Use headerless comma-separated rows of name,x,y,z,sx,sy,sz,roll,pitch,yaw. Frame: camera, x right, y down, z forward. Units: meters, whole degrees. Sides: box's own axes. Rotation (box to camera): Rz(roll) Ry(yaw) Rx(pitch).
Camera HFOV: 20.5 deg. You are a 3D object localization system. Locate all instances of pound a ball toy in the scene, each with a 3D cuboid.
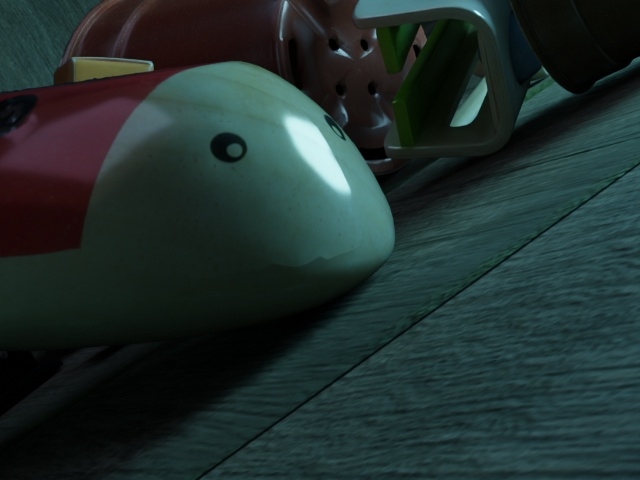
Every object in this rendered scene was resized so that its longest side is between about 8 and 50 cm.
pound a ball toy,0.146,-0.166,1.456,0.136,0.208,0.319,-3,30,21

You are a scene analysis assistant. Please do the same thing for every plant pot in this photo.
plant pot,0.241,-0.214,1.316,0.165,0.167,0.167,-19,12,28
plant pot,-0.056,-0.134,1.628,0.265,0.272,0.272,-13,18,45

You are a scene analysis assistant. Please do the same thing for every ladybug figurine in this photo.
ladybug figurine,-0.156,-0.027,1.191,0.449,0.162,0.305,-3,9,39

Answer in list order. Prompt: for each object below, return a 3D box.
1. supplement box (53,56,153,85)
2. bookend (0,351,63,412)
supplement box,-0.187,-0.036,1.515,0.080,0.233,0.078,3,-3,-20
bookend,-0.331,0.089,1.533,0.072,0.156,0.157,-26,8,38
